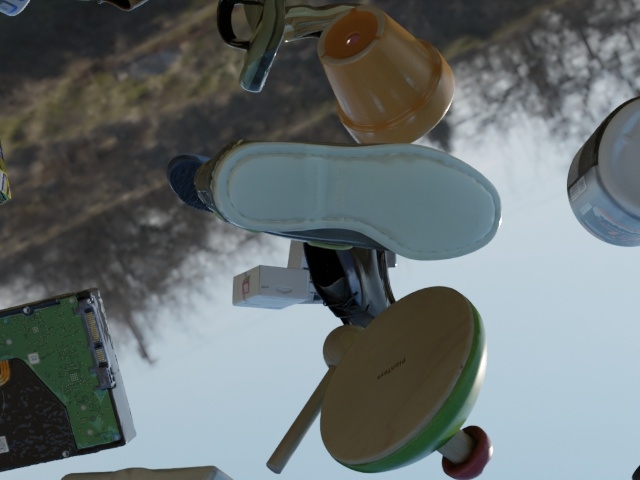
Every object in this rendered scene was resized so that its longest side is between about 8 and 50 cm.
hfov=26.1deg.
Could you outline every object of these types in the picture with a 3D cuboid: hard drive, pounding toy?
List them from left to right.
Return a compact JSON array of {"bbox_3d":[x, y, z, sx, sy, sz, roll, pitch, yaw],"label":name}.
[{"bbox_3d":[-0.461,0.219,2.043,0.339,0.237,0.064,-14,-176,12],"label":"hard drive"},{"bbox_3d":[0.084,0.150,1.247,0.237,0.110,0.183,-18,-140,50],"label":"pounding toy"}]

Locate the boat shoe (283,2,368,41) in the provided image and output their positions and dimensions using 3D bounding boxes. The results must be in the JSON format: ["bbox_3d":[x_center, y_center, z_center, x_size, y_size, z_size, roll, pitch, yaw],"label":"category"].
[{"bbox_3d":[0.012,-0.376,2.447,0.190,0.072,0.068,-8,172,-22],"label":"boat shoe"}]

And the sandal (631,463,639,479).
[{"bbox_3d":[0.511,0.240,1.842,0.254,0.097,0.054,-47,-142,2],"label":"sandal"}]

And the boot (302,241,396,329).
[{"bbox_3d":[0.033,0.076,1.456,0.082,0.219,0.106,-19,164,39],"label":"boot"}]

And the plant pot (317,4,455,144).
[{"bbox_3d":[0.094,-0.287,2.315,0.205,0.188,0.205,-19,-132,23],"label":"plant pot"}]

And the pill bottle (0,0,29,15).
[{"bbox_3d":[-0.473,-0.374,1.924,0.078,0.078,0.137,-20,148,40],"label":"pill bottle"}]

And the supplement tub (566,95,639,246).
[{"bbox_3d":[0.480,-0.095,2.081,0.193,0.193,0.316,-27,173,-2],"label":"supplement tub"}]

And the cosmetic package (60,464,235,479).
[{"bbox_3d":[-0.164,0.522,1.749,0.329,0.393,0.327,-13,-135,46],"label":"cosmetic package"}]

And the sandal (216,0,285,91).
[{"bbox_3d":[-0.094,-0.298,1.823,0.086,0.120,0.303,14,-152,-8],"label":"sandal"}]

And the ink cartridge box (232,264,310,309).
[{"bbox_3d":[-0.080,0.076,2.227,0.088,0.052,0.122,6,168,-23],"label":"ink cartridge box"}]

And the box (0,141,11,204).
[{"bbox_3d":[-0.432,-0.110,1.714,0.054,0.059,0.169,-31,-133,11],"label":"box"}]

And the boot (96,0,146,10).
[{"bbox_3d":[-0.258,-0.399,1.989,0.264,0.096,0.280,22,-134,39],"label":"boot"}]

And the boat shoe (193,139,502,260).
[{"bbox_3d":[0.029,-0.043,1.321,0.305,0.109,0.091,6,-179,-25],"label":"boat shoe"}]

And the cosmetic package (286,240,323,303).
[{"bbox_3d":[0.000,0.000,2.609,0.099,0.239,0.060,0,-165,-31],"label":"cosmetic package"}]

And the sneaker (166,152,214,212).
[{"bbox_3d":[-0.159,-0.089,1.996,0.069,0.082,0.209,-43,145,17],"label":"sneaker"}]
